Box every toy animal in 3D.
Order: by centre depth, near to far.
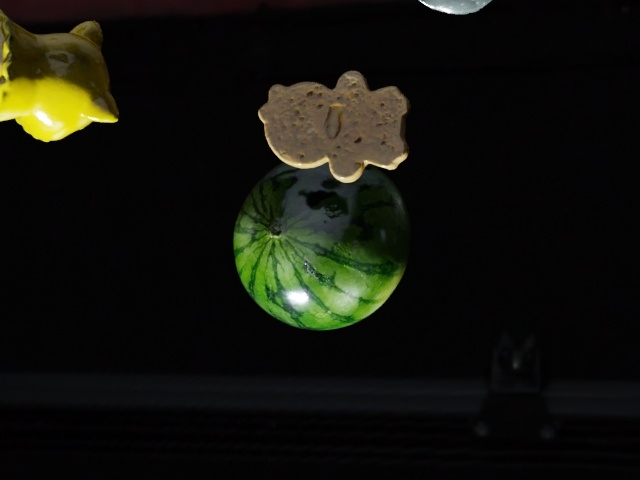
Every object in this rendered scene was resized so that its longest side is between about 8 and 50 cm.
[{"bbox_3d":[-0.360,-0.205,1.577,0.229,0.156,0.156,3,-149,-33],"label":"toy animal"}]

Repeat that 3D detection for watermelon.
[{"bbox_3d":[0.002,0.000,1.737,0.242,0.242,0.242,-5,-139,5],"label":"watermelon"}]

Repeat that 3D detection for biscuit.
[{"bbox_3d":[0.019,-0.133,1.566,0.184,0.027,0.133,-10,-99,12],"label":"biscuit"}]

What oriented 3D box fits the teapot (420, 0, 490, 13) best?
[{"bbox_3d":[0.255,-0.563,2.342,0.223,0.285,0.305,16,-118,11],"label":"teapot"}]
